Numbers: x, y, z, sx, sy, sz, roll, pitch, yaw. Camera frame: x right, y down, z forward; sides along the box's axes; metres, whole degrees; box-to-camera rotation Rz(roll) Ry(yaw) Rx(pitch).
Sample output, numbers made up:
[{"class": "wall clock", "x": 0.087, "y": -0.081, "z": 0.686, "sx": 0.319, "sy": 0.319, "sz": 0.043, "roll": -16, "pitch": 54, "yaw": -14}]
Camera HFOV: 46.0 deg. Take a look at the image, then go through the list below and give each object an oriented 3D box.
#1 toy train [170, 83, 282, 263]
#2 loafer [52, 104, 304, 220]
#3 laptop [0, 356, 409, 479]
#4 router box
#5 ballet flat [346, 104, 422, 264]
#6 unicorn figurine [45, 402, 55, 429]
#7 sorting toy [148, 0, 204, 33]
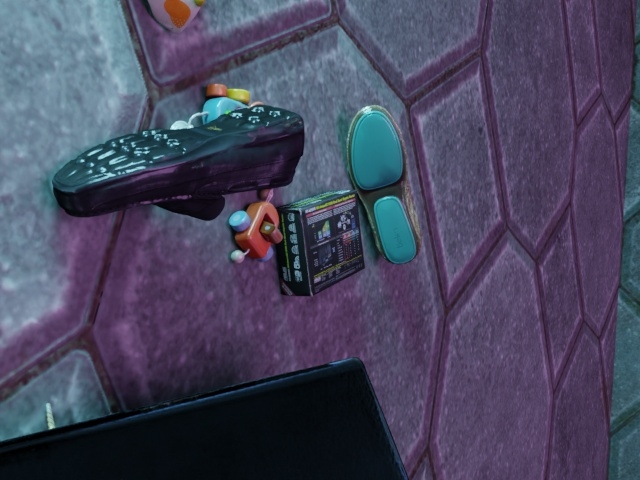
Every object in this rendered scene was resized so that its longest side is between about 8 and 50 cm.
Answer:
[{"class": "toy train", "x": -0.064, "y": -0.063, "z": 0.692, "sx": 0.166, "sy": 0.046, "sz": 0.125, "roll": 60, "pitch": 42, "yaw": -39}, {"class": "loafer", "x": -0.098, "y": -0.050, "z": 0.591, "sx": 0.223, "sy": 0.076, "sz": 0.078, "roll": -22, "pitch": 123, "yaw": -41}, {"class": "laptop", "x": -0.086, "y": 0.344, "z": 0.543, "sx": 0.382, "sy": 0.236, "sz": 0.407, "roll": -3, "pitch": 122, "yaw": -46}, {"class": "router box", "x": 0.000, "y": 0.000, "z": 0.804, "sx": 0.122, "sy": 0.038, "sz": 0.092, "roll": -22, "pitch": 109, "yaw": -57}, {"class": "ballet flat", "x": 0.076, "y": -0.070, "z": 0.919, "sx": 0.067, "sy": 0.073, "sz": 0.206, "roll": -87, "pitch": 166, "yaw": -66}, {"class": "unicorn figurine", "x": -0.186, "y": 0.203, "z": 0.480, "sx": 0.162, "sy": 0.060, "sz": 0.111, "roll": -51, "pitch": 136, "yaw": -49}, {"class": "sorting toy", "x": -0.127, "y": -0.226, "z": 0.608, "sx": 0.075, "sy": 0.045, "sz": 0.083, "roll": 23, "pitch": 69, "yaw": -36}]
